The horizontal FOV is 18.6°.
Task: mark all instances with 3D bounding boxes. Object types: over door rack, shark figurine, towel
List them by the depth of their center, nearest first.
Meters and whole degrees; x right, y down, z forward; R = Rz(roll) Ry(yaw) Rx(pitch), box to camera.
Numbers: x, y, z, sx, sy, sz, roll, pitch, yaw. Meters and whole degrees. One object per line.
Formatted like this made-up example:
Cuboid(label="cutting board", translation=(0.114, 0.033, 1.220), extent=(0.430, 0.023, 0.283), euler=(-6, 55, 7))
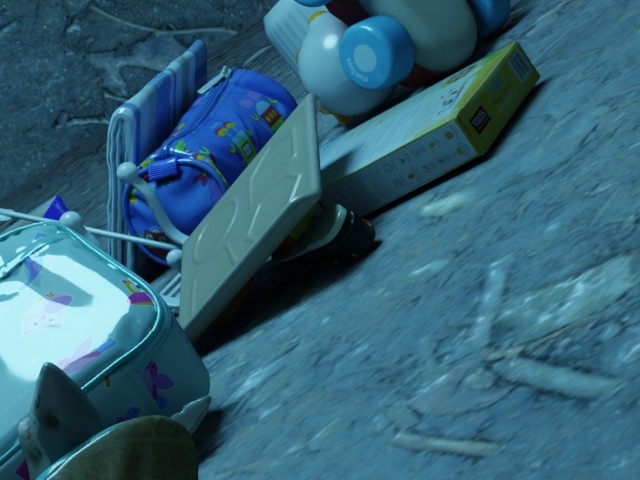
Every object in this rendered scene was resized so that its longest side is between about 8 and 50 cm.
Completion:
Cuboid(label="shark figurine", translation=(-0.107, 0.161, 1.200), extent=(0.116, 0.166, 0.278), euler=(-7, -7, 3))
Cuboid(label="over door rack", translation=(-0.262, 0.022, 1.840), extent=(0.324, 0.108, 0.239), euler=(1, 28, 27))
Cuboid(label="towel", translation=(-0.175, -0.086, 2.111), extent=(0.034, 0.209, 0.285), euler=(8, 23, 11))

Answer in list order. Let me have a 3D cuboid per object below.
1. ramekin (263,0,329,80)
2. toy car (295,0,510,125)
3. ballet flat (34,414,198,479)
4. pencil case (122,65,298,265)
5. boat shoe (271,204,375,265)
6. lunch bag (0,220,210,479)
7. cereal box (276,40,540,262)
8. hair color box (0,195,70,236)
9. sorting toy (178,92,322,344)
Cuboid(label="ramekin", translation=(0.048, -0.300, 2.328), extent=(0.273, 0.127, 0.273), euler=(-46, 6, 6))
Cuboid(label="toy car", translation=(0.034, -0.223, 2.079), extent=(0.219, 0.210, 0.238), euler=(-31, -7, -45))
Cuboid(label="ballet flat", translation=(-0.163, 0.230, 1.007), extent=(0.342, 0.116, 0.124), euler=(-40, 33, -23))
Cuboid(label="pencil case", translation=(-0.109, -0.086, 2.043), extent=(0.119, 0.133, 0.306), euler=(-16, 19, 20))
Cuboid(label="boat shoe", translation=(-0.001, 0.002, 1.613), extent=(0.133, 0.042, 0.049), euler=(-14, 49, 62))
Cuboid(label="lunch bag", translation=(-0.242, 0.119, 1.412), extent=(0.279, 0.108, 0.224), euler=(-39, 44, -16))
Cuboid(label="cereal box", translation=(0.066, -0.079, 1.727), extent=(0.240, 0.047, 0.173), euler=(-28, 14, 35))
Cuboid(label="hair color box", translation=(-0.362, 0.076, 2.151), extent=(0.185, 0.110, 0.339), euler=(-32, 14, 10))
Cuboid(label="sorting toy", translation=(-0.056, -0.012, 1.661), extent=(0.193, 0.038, 0.208), euler=(-49, 17, 23))
